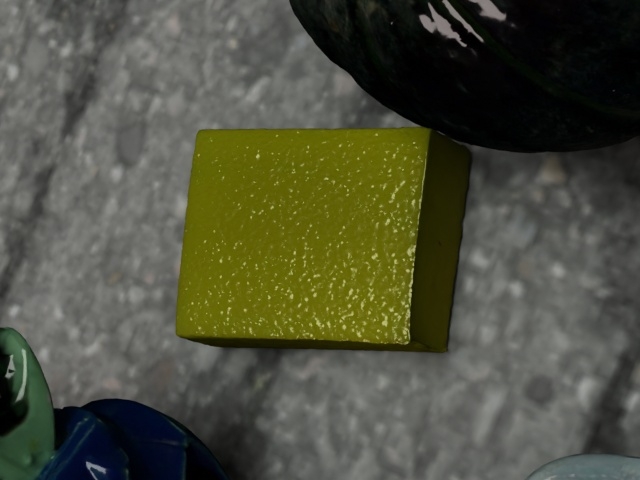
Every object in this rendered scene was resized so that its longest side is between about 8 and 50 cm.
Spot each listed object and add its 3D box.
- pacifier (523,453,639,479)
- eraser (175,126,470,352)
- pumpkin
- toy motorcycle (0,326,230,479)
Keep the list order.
[{"bbox_3d":[0.067,0.212,0.576,0.287,0.226,0.238,-43,68,48],"label":"pacifier"},{"bbox_3d":[0.000,0.000,0.789,0.122,0.045,0.097,0,78,29],"label":"eraser"},{"bbox_3d":[0.087,-0.158,0.690,0.250,0.216,0.249,16,119,31],"label":"pumpkin"},{"bbox_3d":[-0.117,0.191,0.739,0.125,0.196,0.331,-10,85,47],"label":"toy motorcycle"}]
